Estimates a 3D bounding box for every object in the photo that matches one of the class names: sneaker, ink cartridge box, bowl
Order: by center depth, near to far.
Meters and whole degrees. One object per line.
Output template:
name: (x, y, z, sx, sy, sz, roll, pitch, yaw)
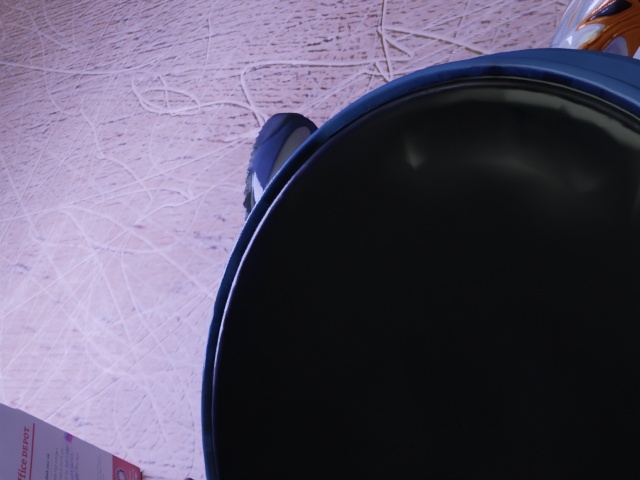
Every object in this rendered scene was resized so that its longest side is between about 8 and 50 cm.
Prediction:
bowl: (0.089, 0.092, 0.642, 0.391, 0.077, 0.391, -3, 85, 39)
sneaker: (0.252, -0.209, 0.980, 0.262, 0.099, 0.121, -52, 20, 34)
sneaker: (0.000, 0.000, 1.171, 0.131, 0.112, 0.319, -15, 51, 24)
ink cartridge box: (-0.267, 0.240, 1.192, 0.067, 0.198, 0.115, -39, 36, 24)

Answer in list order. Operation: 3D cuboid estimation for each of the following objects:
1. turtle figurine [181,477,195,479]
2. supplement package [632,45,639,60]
turtle figurine: (-0.123, 0.288, 0.974, 0.266, 0.275, 0.197, -19, 82, 38)
supplement package: (0.270, -0.020, 0.744, 0.293, 0.177, 0.175, -57, 34, -3)
